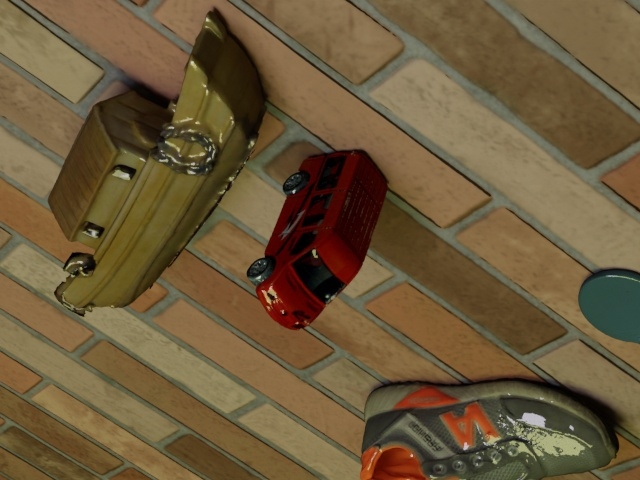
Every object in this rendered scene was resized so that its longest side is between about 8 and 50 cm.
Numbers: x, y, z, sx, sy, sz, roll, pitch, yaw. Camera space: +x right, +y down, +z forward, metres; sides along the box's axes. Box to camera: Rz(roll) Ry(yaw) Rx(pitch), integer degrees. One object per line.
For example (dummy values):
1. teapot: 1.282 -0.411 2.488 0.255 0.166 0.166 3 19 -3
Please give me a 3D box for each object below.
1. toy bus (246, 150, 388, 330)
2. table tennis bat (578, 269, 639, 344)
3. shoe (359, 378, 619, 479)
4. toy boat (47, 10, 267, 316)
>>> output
1. toy bus: 0.000 0.000 1.463 0.089 0.195 0.081 -13 131 35
2. table tennis bat: 0.339 0.085 1.537 0.100 0.019 0.155 -14 129 36
3. shoe: 0.185 0.269 1.727 0.337 0.171 0.132 -1 137 31
4. toy boat: -0.190 -0.079 1.540 0.162 0.136 0.445 27 140 -12
